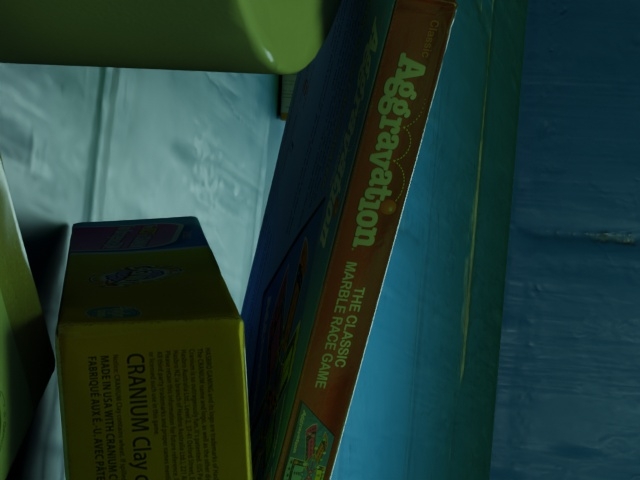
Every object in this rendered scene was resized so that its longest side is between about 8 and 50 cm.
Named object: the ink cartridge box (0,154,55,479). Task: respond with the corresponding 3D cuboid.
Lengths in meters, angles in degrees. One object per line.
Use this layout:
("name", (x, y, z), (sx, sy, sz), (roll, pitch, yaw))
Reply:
("ink cartridge box", (-0.166, 0.042, 0.564), (0.234, 0.088, 0.193), (-73, 161, -48))

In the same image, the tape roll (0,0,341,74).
("tape roll", (-0.085, -0.182, 0.672), (0.246, 0.169, 0.246), (3, 90, -77))

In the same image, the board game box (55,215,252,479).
("board game box", (-0.068, 0.125, 0.807), (0.316, 0.064, 0.242), (-131, -143, -80))

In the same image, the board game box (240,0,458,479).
("board game box", (0.000, 0.000, 0.817), (0.145, 0.027, 0.281), (-102, -157, -60))

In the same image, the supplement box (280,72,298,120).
("supplement box", (-0.003, -0.132, 1.349), (0.062, 0.036, 0.098), (-20, 113, -77))
